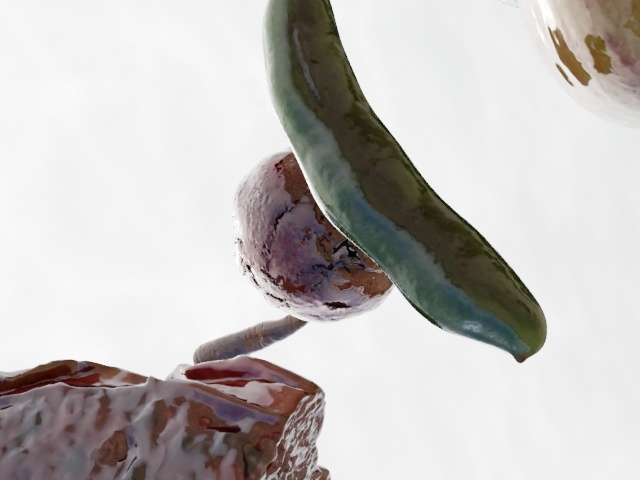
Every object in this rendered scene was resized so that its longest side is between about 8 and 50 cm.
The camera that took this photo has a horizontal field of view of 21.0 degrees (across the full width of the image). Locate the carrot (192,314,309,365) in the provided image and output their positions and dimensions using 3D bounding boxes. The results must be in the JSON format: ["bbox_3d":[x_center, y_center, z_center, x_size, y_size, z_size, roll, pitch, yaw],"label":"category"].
[{"bbox_3d":[-0.075,0.111,1.938,0.035,0.165,0.035,47,-150,-38],"label":"carrot"}]

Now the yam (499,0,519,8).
[{"bbox_3d":[0.243,-0.406,1.782,0.348,0.241,0.241,56,-158,-57],"label":"yam"}]

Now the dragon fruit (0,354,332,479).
[{"bbox_3d":[-0.126,0.178,1.052,0.228,0.286,0.329,-68,-26,-12],"label":"dragon fruit"}]

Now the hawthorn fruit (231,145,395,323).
[{"bbox_3d":[0.000,0.000,1.683,0.181,0.181,0.235,64,177,-18],"label":"hawthorn fruit"}]

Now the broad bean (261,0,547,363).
[{"bbox_3d":[0.025,-0.040,0.755,0.039,0.069,0.227,104,144,-64],"label":"broad bean"}]

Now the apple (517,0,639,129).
[{"bbox_3d":[0.348,-0.266,1.405,0.400,0.400,0.333,0,-96,-70],"label":"apple"}]
